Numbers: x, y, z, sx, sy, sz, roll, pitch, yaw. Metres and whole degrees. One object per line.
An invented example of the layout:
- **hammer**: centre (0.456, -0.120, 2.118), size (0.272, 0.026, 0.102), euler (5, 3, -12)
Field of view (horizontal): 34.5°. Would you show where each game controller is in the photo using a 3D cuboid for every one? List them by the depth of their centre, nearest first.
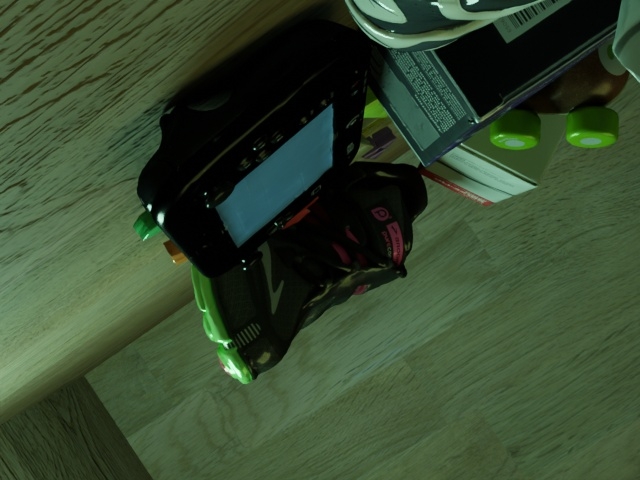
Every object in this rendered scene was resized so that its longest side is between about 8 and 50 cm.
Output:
- **game controller**: centre (-0.036, -0.050, 0.722), size (0.166, 0.067, 0.319), euler (-32, 172, -5)

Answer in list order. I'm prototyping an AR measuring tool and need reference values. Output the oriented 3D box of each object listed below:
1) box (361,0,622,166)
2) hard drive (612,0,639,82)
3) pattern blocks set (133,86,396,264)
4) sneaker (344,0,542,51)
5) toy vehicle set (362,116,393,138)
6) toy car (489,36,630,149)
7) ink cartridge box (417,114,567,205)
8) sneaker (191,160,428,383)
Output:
- **box**: centre (0.119, -0.147, 0.716), size (0.153, 0.108, 0.207), euler (-34, 179, -4)
- **hard drive**: centre (0.253, -0.218, 0.526), size (0.203, 0.040, 0.308), euler (-35, -161, 40)
- **pattern blocks set**: centre (-0.034, -0.058, 0.971), size (0.285, 0.026, 0.324), euler (-38, 169, 32)
- **sneaker**: centre (0.113, -0.156, 0.411), size (0.234, 0.094, 0.153), euler (-24, -171, 5)
- **toy vehicle set**: centre (0.053, -0.138, 1.115), size (0.266, 0.035, 0.166), euler (-34, 179, 10)
- **toy car**: centre (0.216, -0.189, 0.987), size (0.148, 0.155, 0.188), euler (0, 167, 19)
- **ink cartridge box**: centre (0.224, -0.160, 1.248), size (0.197, 0.114, 0.273), euler (-63, 180, -3)
- **sneaker**: centre (0.000, 0.000, 1.254), size (0.202, 0.185, 0.483), euler (-13, -160, 29)
